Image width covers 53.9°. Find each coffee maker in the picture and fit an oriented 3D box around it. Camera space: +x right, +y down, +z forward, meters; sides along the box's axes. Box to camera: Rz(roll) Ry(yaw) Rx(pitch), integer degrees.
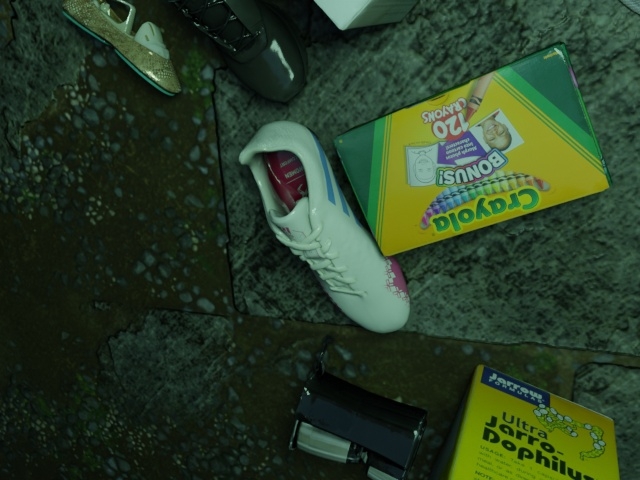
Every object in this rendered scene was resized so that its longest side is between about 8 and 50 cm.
[{"bbox_3d":[0.061,0.256,0.912,0.178,0.120,0.171,17,114,14],"label":"coffee maker"}]

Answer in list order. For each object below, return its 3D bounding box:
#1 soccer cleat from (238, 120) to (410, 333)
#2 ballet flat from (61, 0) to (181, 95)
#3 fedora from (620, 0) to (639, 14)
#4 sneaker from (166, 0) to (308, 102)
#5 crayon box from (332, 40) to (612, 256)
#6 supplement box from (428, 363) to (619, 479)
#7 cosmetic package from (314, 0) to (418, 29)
[{"bbox_3d":[0.000,0.000,0.825,0.116,0.143,0.331,-28,98,28],"label":"soccer cleat"},{"bbox_3d":[-0.264,-0.284,0.867,0.206,0.073,0.067,38,104,0],"label":"ballet flat"},{"bbox_3d":[0.385,-0.326,0.561,0.276,0.124,0.243,-23,99,27],"label":"fedora"},{"bbox_3d":[-0.127,-0.288,0.775,0.109,0.130,0.286,-35,95,26],"label":"sneaker"},{"bbox_3d":[0.176,-0.102,0.752,0.279,0.081,0.165,-19,101,26],"label":"crayon box"},{"bbox_3d":[0.222,0.344,0.746,0.195,0.356,0.194,22,116,12],"label":"supplement box"},{"bbox_3d":[0.084,-0.339,0.618,0.138,0.224,0.225,46,118,-1],"label":"cosmetic package"}]
